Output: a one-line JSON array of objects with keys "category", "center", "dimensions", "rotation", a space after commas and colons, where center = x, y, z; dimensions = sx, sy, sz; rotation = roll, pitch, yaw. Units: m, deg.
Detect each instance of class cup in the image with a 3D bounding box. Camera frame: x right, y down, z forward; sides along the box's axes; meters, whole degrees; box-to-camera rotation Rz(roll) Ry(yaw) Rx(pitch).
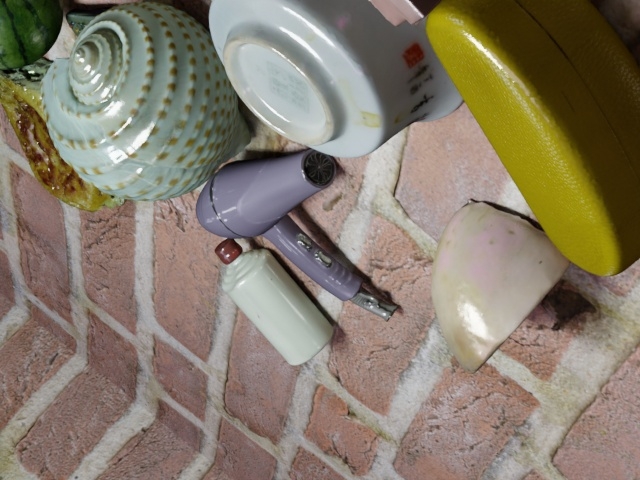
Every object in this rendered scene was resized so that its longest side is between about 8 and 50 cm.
[{"category": "cup", "center": [-0.005, -0.230, 1.799], "dimensions": [0.347, 0.163, 0.347], "rotation": [34, 154, 19]}]

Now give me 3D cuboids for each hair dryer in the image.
[{"category": "hair dryer", "center": [0.000, 0.000, 2.286], "dimensions": [0.361, 0.121, 0.301], "rotation": [41, 149, -21]}]

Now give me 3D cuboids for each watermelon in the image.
[{"category": "watermelon", "center": [-0.488, -0.362, 2.265], "dimensions": [0.188, 0.188, 0.215], "rotation": [32, 160, 21]}]

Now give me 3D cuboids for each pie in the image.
[{"category": "pie", "center": [-0.457, -0.188, 2.616], "dimensions": [0.354, 0.103, 0.288], "rotation": [27, 146, 34]}]

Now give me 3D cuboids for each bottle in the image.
[{"category": "bottle", "center": [-0.089, 0.094, 2.530], "dimensions": [0.245, 0.104, 0.104], "rotation": [50, 155, -18]}]

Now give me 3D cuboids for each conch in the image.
[{"category": "conch", "center": [-0.240, -0.169, 2.118], "dimensions": [0.303, 0.215, 0.319], "rotation": [-40, 119, 22]}]

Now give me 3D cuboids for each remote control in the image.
[{"category": "remote control", "center": [-0.316, -0.320, 2.256], "dimensions": [0.222, 0.042, 0.072], "rotation": [11, 141, 51]}]

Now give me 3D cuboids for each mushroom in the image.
[{"category": "mushroom", "center": [0.195, 0.064, 1.975], "dimensions": [0.162, 0.173, 0.236], "rotation": [42, 156, 5]}]

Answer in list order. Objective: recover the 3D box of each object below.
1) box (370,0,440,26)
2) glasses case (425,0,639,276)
[{"category": "box", "center": [0.084, -0.345, 1.416], "dimensions": [0.215, 0.215, 0.086], "rotation": [45, 167, -8]}, {"category": "glasses case", "center": [0.268, -0.132, 1.581], "dimensions": [0.371, 0.141, 0.173], "rotation": [54, 167, -26]}]
